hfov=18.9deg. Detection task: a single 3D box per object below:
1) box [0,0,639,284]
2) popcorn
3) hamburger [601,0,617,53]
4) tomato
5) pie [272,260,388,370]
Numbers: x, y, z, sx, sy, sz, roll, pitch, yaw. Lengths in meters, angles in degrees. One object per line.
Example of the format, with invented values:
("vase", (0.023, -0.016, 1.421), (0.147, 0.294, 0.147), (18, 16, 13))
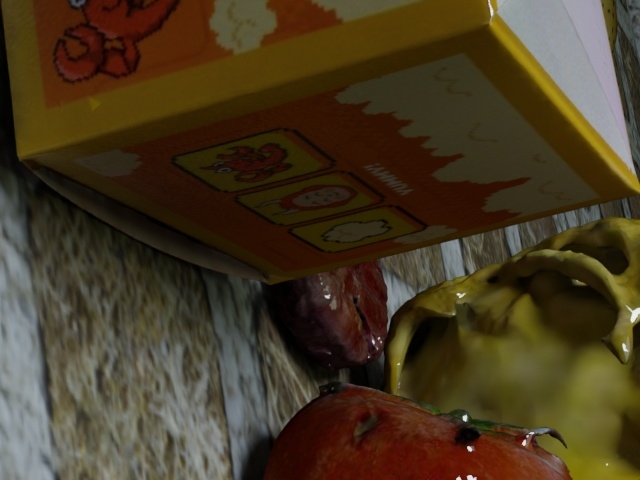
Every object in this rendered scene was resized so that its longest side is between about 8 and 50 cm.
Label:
("box", (-0.008, -0.155, 0.849), (0.259, 0.213, 0.284), (29, 48, -64))
("popcorn", (0.149, 0.109, 1.100), (0.190, 0.250, 0.250), (-20, 96, -60))
("hamburger", (0.185, -0.197, 1.654), (0.175, 0.137, 0.175), (-15, 90, -77))
("tomato", (0.050, 0.151, 0.924), (0.167, 0.167, 0.167), (-14, 90, -74))
("pie", (0.000, 0.000, 1.064), (0.153, 0.038, 0.154), (-16, 90, -75))
